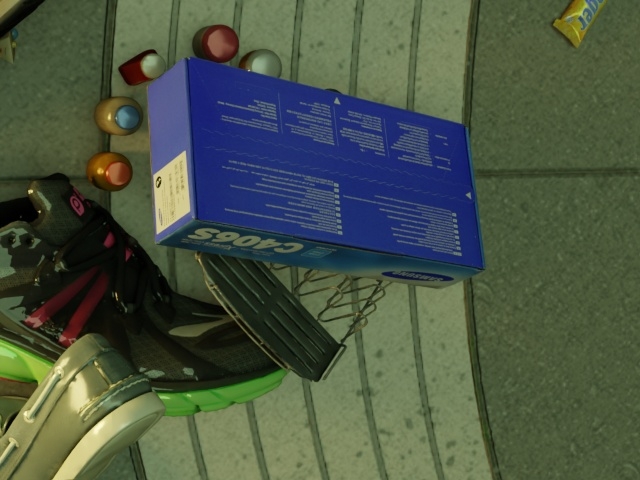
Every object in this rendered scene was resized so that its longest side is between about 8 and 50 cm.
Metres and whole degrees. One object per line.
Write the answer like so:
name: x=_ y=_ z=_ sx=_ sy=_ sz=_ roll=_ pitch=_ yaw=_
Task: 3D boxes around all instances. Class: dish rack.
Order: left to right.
dish rack: x=0.000 y=0.000 z=1.522 sx=0.208 sy=0.074 sz=0.271 roll=47 pitch=48 yaw=-13

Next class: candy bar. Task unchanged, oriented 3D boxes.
candy bar: x=0.319 y=-0.291 z=1.676 sx=0.040 sy=0.018 sz=0.161 roll=37 pitch=85 yaw=-17

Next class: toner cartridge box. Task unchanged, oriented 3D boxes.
toner cartridge box: x=0.001 y=-0.058 z=1.451 sx=0.348 sy=0.075 sz=0.165 roll=10 pitch=66 yaw=-35

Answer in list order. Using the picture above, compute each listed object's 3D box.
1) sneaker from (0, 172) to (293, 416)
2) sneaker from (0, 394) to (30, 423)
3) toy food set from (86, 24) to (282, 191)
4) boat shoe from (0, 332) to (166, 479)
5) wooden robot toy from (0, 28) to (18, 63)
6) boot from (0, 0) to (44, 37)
sneaker: x=-0.238 y=0.045 z=1.458 sx=0.483 sy=0.185 sz=0.202 roll=16 pitch=94 yaw=-18
sneaker: x=-0.350 y=0.199 z=1.471 sx=0.290 sy=0.123 sz=0.105 roll=17 pitch=88 yaw=-19
toy food set: x=-0.142 y=-0.144 z=1.507 sx=0.232 sy=0.104 sz=0.111 roll=-31 pitch=103 yaw=-12
boat shoe: x=-0.256 y=0.189 z=1.389 sx=0.116 sy=0.319 sz=0.099 roll=-26 pitch=78 yaw=-46
wooden robot toy: x=-0.345 y=-0.255 z=1.459 sx=0.079 sy=0.076 sz=0.173 roll=-7 pitch=97 yaw=-5
boot: x=-0.415 y=-0.274 z=1.357 sx=0.377 sy=0.138 sz=0.284 roll=-31 pitch=101 yaw=20
